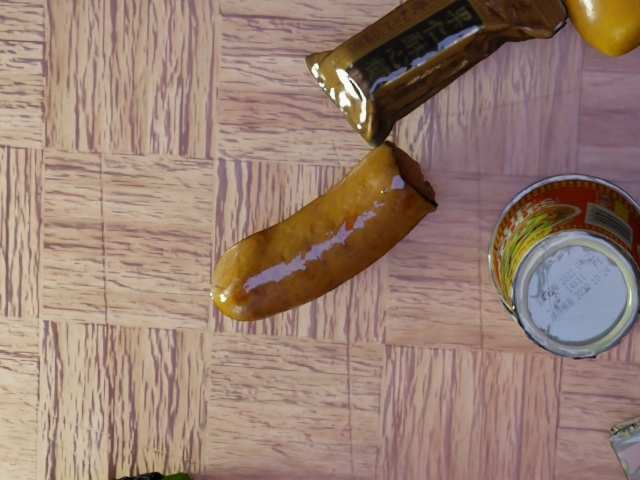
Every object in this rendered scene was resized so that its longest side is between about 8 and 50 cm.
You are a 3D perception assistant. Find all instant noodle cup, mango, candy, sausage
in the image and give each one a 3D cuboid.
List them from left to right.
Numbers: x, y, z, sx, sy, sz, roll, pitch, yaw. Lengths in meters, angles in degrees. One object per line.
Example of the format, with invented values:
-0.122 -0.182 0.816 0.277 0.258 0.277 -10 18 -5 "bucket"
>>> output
0.000 -0.001 1.804 0.270 0.109 0.109 -32 94 10 "sausage"
0.128 -0.214 1.751 0.271 0.101 0.143 -34 70 5 "candy"
0.266 0.039 1.718 0.193 0.212 0.193 1 100 7 "instant noodle cup"
0.315 -0.315 1.698 0.154 0.126 0.252 11 102 17 "mango"

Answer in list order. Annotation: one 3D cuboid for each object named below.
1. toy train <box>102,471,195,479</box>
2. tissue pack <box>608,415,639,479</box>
-0.227 0.396 1.871 0.307 0.173 0.249 -15 88 10 "toy train"
0.398 0.259 1.814 0.115 0.065 0.155 -22 97 12 "tissue pack"
